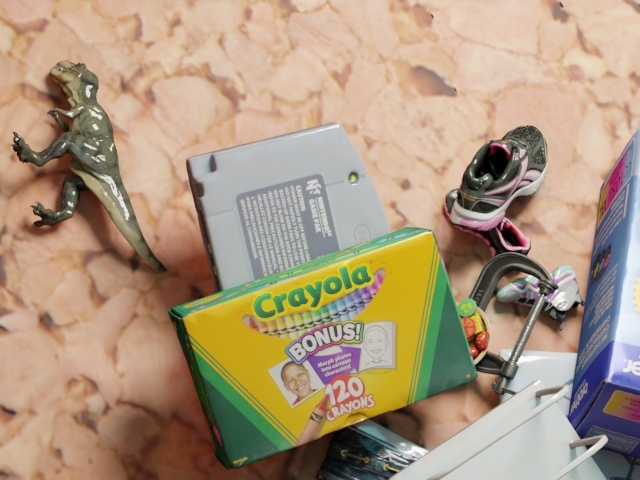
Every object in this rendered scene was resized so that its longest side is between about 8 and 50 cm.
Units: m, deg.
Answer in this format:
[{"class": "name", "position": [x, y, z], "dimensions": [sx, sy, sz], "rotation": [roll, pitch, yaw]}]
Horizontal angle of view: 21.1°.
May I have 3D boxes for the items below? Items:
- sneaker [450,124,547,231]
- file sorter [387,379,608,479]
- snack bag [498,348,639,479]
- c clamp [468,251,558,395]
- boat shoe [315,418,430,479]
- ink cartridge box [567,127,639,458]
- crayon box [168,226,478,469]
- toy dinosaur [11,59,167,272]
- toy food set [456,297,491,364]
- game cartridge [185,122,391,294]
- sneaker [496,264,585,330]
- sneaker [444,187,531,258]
[{"class": "sneaker", "position": [0.207, -0.084, 1.908], "dimensions": [0.072, 0.077, 0.178], "rotation": [19, 42, 17]}, {"class": "file sorter", "position": [0.230, 0.300, 1.695], "dimensions": [0.193, 0.173, 0.278], "rotation": [-32, 86, -9]}, {"class": "snack bag", "position": [0.349, 0.288, 1.856], "dimensions": [0.323, 0.037, 0.343], "rotation": [3, 73, -8]}, {"class": "c clamp", "position": [0.210, 0.092, 1.865], "dimensions": [0.137, 0.022, 0.161], "rotation": [12, 76, 39]}, {"class": "boat shoe", "position": [0.088, 0.257, 1.810], "dimensions": [0.183, 0.065, 0.083], "rotation": [27, 77, 2]}, {"class": "ink cartridge box", "position": [0.423, 0.101, 1.832], "dimensions": [0.270, 0.151, 0.395], "rotation": [15, 60, -1]}, {"class": "crayon box", "position": [0.003, 0.106, 1.760], "dimensions": [0.278, 0.081, 0.165], "rotation": [-19, 98, -13]}, {"class": "toy dinosaur", "position": [-0.264, -0.077, 1.861], "dimensions": [0.118, 0.064, 0.268], "rotation": [-17, 78, -22]}, {"class": "toy food set", "position": [0.146, 0.105, 1.871], "dimensions": [0.083, 0.020, 0.083], "rotation": [-27, 57, 18]}, {"class": "game cartridge", "position": [-0.016, 0.033, 1.820], "dimensions": [0.196, 0.060, 0.294], "rotation": [-14, 96, -9]}, {"class": "sneaker", "position": [0.249, 0.071, 1.911], "dimensions": [0.098, 0.038, 0.069], "rotation": [-16, 74, -15]}, {"class": "sneaker", "position": [0.191, -0.020, 1.923], "dimensions": [0.119, 0.057, 0.047], "rotation": [41, 71, 7]}]
